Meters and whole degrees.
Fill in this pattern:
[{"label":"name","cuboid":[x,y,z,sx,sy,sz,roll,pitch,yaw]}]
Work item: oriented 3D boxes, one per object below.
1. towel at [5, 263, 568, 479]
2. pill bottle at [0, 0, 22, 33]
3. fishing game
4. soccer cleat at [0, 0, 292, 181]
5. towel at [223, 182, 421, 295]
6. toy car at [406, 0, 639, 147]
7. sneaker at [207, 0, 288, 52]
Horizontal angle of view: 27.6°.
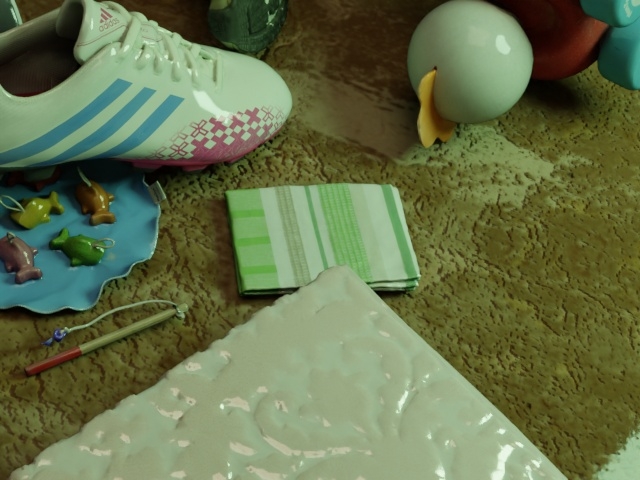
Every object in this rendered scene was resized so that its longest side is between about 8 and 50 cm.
[{"label":"towel","cuboid":[-0.001,0.200,0.909,0.332,0.053,0.317,-31,64,-31]},{"label":"pill bottle","cuboid":[-0.371,-0.143,1.046,0.245,0.130,0.130,-23,60,-27]},{"label":"fishing game","cuboid":[-0.219,-0.022,1.044,0.189,0.041,0.264,-21,59,-23]},{"label":"soccer cleat","cuboid":[-0.149,-0.130,1.047,0.331,0.143,0.116,-12,47,-36]},{"label":"towel","cuboid":[0.000,0.000,1.091,0.152,0.023,0.113,-3,51,-12]},{"label":"toy car","cuboid":[0.159,-0.175,1.193,0.219,0.210,0.238,33,80,29]},{"label":"sneaker","cuboid":[-0.124,-0.321,1.256,0.182,0.158,0.410,-4,46,-2]}]
